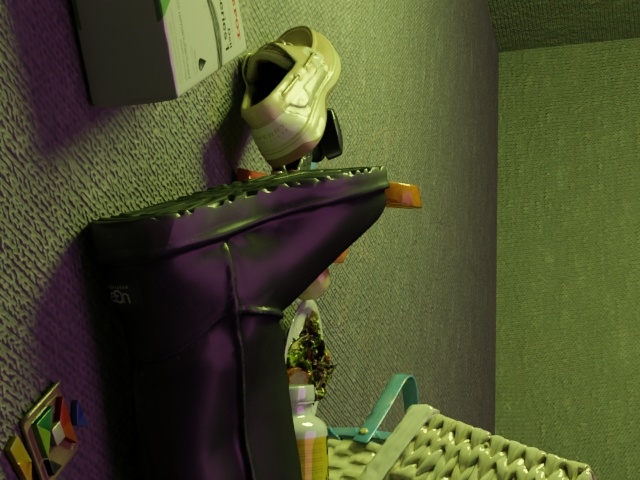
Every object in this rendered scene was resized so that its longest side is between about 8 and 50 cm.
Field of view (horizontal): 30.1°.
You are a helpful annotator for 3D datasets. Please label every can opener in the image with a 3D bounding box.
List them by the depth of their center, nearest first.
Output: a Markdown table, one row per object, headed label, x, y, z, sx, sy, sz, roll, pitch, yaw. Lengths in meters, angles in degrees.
| label | x | y | z | sx | sy | sz | roll | pitch | yaw |
| --- | --- | --- | --- | --- | --- | --- | --- | --- | --- |
| can opener | -0.021 | -0.201 | 1.701 | 0.059 | 0.073 | 0.186 | 12 | 62 | -87 |

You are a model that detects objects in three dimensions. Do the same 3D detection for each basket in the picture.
| label | x | y | z | sx | sy | sz | roll | pitch | yaw |
| --- | --- | --- | --- | --- | --- | --- | --- | --- | --- |
| basket | 0.180 | 0.441 | 1.433 | 0.328 | 0.266 | 0.331 | -51 | 135 | -30 |
| basket | 0.085 | 0.363 | 1.677 | 0.289 | 0.201 | 0.255 | -53 | 137 | -52 |

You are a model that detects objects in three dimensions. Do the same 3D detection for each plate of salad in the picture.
| label | x | y | z | sx | sy | sz | roll | pitch | yaw |
| --- | --- | --- | --- | --- | --- | --- | --- | --- | --- |
| plate of salad | -0.014 | 0.178 | 1.624 | 0.200 | 0.048 | 0.200 | 2 | 90 | -75 |

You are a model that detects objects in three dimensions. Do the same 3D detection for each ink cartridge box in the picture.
| label | x | y | z | sx | sy | sz | roll | pitch | yaw |
| --- | --- | --- | --- | --- | --- | --- | --- | --- | --- |
| ink cartridge box | -0.156 | -0.236 | 1.163 | 0.219 | 0.092 | 0.160 | -56 | 140 | -64 |

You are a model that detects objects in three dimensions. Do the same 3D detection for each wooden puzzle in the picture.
| label | x | y | z | sx | sy | sz | roll | pitch | yaw |
| --- | --- | --- | --- | --- | --- | --- | --- | --- | --- |
| wooden puzzle | -0.222 | 0.163 | 0.988 | 0.116 | 0.014 | 0.078 | -66 | 149 | -59 |

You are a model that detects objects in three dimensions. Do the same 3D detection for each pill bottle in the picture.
| label | x | y | z | sx | sy | sz | roll | pitch | yaw |
| --- | --- | --- | --- | --- | --- | --- | --- | --- | --- |
| pill bottle | -0.041 | 0.268 | 1.437 | 0.103 | 0.103 | 0.184 | 12 | 76 | -74 |

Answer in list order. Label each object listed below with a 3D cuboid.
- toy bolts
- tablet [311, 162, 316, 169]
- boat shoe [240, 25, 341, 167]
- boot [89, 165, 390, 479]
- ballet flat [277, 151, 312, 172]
| label | x | y | z | sx | sy | sz | roll | pitch | yaw |
| --- | --- | --- | --- | --- | --- | --- | --- | --- | --- |
| toy bolts | 0.000 | 0.000 | 1.511 | 0.228 | 0.218 | 0.158 | 7 | 87 | -55 |
| tablet | -0.021 | -0.121 | 1.769 | 0.083 | 0.006 | 0.054 | -62 | 146 | -60 |
| boat shoe | -0.046 | -0.211 | 1.524 | 0.098 | 0.109 | 0.302 | 52 | 25 | -27 |
| boot | -0.046 | 0.164 | 1.216 | 0.367 | 0.146 | 0.445 | -17 | 101 | -41 |
| ballet flat | -0.030 | -0.159 | 1.641 | 0.049 | 0.057 | 0.173 | 114 | -23 | -81 |
